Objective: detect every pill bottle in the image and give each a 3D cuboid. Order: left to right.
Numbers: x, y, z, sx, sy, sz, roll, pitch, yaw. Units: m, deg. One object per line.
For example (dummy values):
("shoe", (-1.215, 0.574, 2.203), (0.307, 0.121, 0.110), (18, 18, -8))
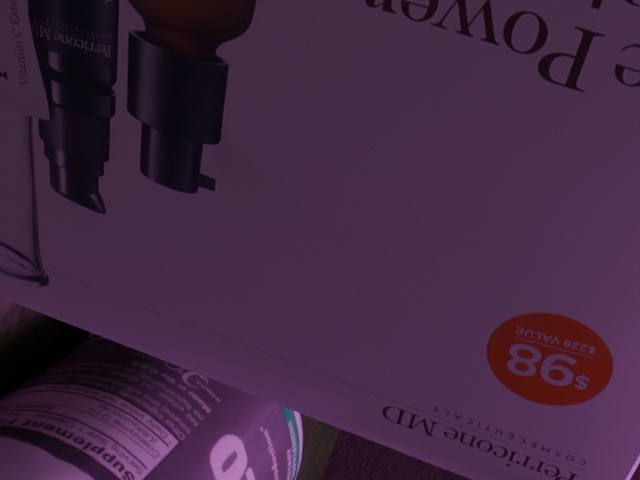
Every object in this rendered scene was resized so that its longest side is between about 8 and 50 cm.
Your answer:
("pill bottle", (-0.159, 0.193, 0.664), (0.361, 0.204, 0.204), (-42, 151, -66))

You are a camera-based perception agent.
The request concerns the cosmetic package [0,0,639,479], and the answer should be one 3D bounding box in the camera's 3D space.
("cosmetic package", (-0.021, -0.071, 0.391), (0.097, 0.377, 0.284), (-60, 165, -47))
